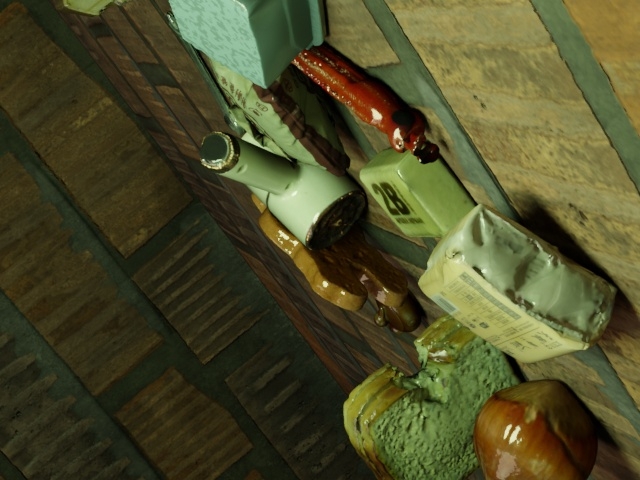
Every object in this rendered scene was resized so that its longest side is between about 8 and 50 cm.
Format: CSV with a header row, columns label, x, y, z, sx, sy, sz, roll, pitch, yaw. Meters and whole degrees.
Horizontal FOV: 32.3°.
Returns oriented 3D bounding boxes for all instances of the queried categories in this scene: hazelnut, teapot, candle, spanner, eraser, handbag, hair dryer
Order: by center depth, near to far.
label,x,y,z,sx,sy,sz,roll,pitch,yaw
candle,0.028,-0.196,1.346,0.329,0.048,0.051,43,126,37
eraser,0.120,-0.061,1.387,0.117,0.058,0.172,52,170,-10
handbag,-0.066,-0.201,1.519,0.213,0.127,0.235,46,-178,33
hazelnut,0.292,0.280,1.529,0.182,0.182,0.182,49,170,12
hair dryer,-0.085,-0.107,1.649,0.203,0.128,0.362,46,-168,23
teapot,0.130,0.127,1.958,0.098,0.078,0.129,46,169,26
spanner,-0.212,-0.309,2.072,0.071,0.017,0.302,40,165,46

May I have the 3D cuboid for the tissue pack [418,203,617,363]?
label,x,y,z,sx,sy,sz,roll,pitch,yaw
tissue pack,0.211,0.054,1.225,0.186,0.090,0.222,33,167,3

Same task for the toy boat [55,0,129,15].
label,x,y,z,sx,sy,sz,roll,pitch,yaw
toy boat,-0.389,-0.455,1.906,0.136,0.162,0.445,57,169,-19

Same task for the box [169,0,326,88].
label,x,y,z,sx,sy,sz,roll,pitch,yaw
box,-0.086,-0.289,1.269,0.162,0.130,0.227,32,164,15

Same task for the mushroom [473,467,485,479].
label,x,y,z,sx,sy,sz,roll,pitch,yaw
mushroom,0.350,0.416,1.929,0.117,0.141,0.188,-30,88,48

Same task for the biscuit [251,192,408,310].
label,x,y,z,sx,sy,sz,roll,pitch,yaw
biscuit,0.000,0.000,1.830,0.202,0.047,0.334,-4,-136,-47

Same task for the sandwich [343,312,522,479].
label,x,y,z,sx,sy,sz,roll,pitch,yaw
sandwich,0.178,0.258,1.673,0.095,0.273,0.249,37,161,53
